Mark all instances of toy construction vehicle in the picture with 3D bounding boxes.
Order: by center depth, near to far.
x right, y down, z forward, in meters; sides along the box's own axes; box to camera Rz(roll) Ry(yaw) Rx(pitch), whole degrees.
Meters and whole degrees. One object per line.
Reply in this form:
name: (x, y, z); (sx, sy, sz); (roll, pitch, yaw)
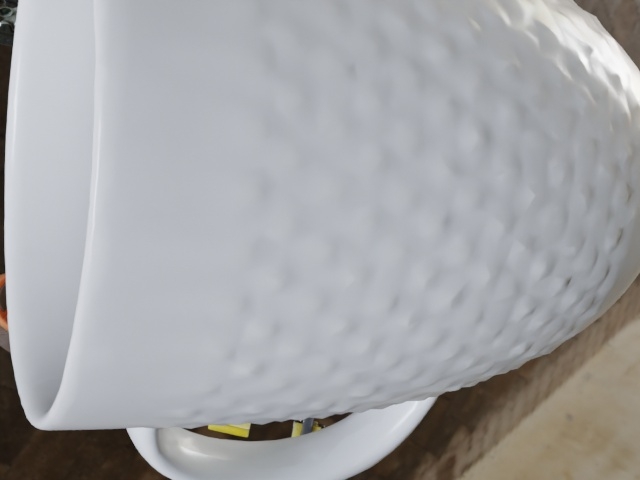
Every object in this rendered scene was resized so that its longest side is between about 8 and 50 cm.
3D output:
toy construction vehicle: (-0.044, 0.152, 0.681); (0.035, 0.086, 0.098); (98, 6, -77)

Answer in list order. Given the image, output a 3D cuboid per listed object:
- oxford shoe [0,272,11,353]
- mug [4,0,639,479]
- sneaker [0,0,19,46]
oxford shoe: (-0.519, 0.192, 1.767); (0.363, 0.133, 0.130); (57, 47, -32)
mug: (0.000, 0.000, 0.539); (0.328, 0.276, 0.374); (2, 119, -25)
sneaker: (-0.281, -0.281, 1.090); (0.283, 0.122, 0.110); (15, 141, -38)
